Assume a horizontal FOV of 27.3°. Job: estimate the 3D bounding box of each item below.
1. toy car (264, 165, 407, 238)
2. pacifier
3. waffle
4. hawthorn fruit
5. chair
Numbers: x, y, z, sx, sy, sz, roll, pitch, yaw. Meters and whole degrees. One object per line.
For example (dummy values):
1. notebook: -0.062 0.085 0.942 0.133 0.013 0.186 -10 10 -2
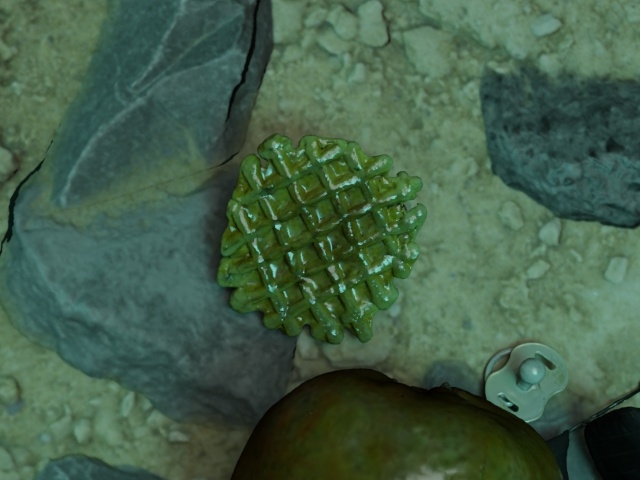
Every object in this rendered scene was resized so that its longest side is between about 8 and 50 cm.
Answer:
1. toy car: 0.010 -0.027 1.169 0.142 0.055 0.069 20 112 -5
2. pacifier: 0.183 0.120 1.176 0.068 0.064 0.083 40 70 17
3. waffle: 0.000 0.000 1.130 0.169 0.036 0.183 15 108 -4
4. hawthorn fruit: 0.047 0.252 1.015 0.268 0.268 0.300 13 74 -11
5. chair: 0.269 0.206 1.135 0.221 0.145 0.140 -21 82 -16
